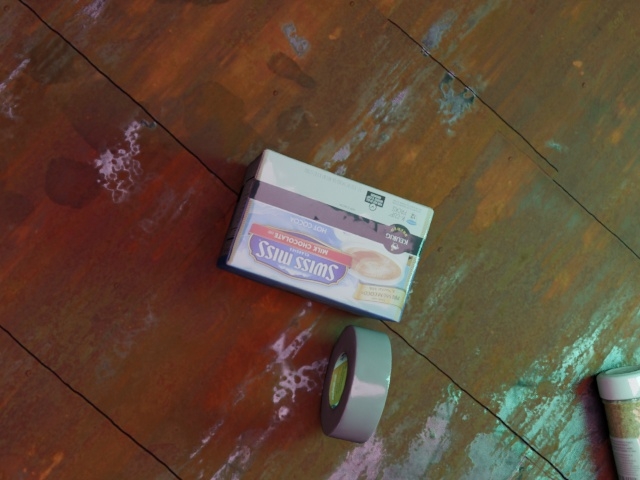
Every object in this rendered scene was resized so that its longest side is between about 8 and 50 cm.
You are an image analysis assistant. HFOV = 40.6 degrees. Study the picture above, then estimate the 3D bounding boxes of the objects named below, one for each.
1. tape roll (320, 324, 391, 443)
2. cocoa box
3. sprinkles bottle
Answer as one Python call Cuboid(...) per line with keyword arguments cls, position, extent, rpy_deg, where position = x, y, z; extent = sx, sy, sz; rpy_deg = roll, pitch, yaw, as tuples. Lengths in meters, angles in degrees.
Cuboid(cls="tape roll", position=(0.066, 0.277, 1.674), extent=(0.072, 0.219, 0.219), rpy_deg=(15, 83, -12))
Cuboid(cls="cocoa box", position=(0.000, 0.000, 1.672), extent=(0.347, 0.231, 0.228), rpy_deg=(19, 83, -10))
Cuboid(cls="sprinkles bottle", position=(0.686, 0.452, 1.850), extent=(0.121, 0.121, 0.356), rpy_deg=(-11, 89, -13))
